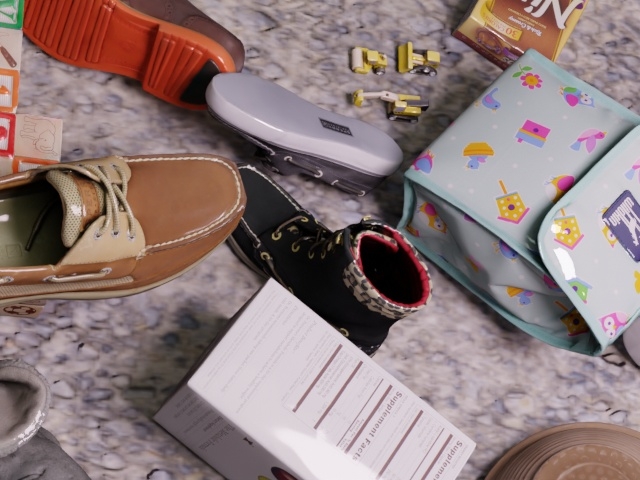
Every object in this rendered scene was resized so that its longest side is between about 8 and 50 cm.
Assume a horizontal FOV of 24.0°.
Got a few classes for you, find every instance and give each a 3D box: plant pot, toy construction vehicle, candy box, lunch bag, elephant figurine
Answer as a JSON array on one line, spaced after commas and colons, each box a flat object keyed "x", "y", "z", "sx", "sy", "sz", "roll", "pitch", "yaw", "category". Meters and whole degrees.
[{"x": 0.255, "y": 0.266, "z": 1.404, "sx": 0.237, "sy": 0.109, "sz": 0.237, "roll": -4, "pitch": 58, "yaw": 6, "category": "plant pot"}, {"x": 0.082, "y": -0.172, "z": 1.590, "sx": 0.098, "sy": 0.035, "sz": 0.085, "roll": 8, "pitch": 69, "yaw": -17, "category": "toy construction vehicle"}, {"x": 0.237, "y": -0.273, "z": 1.671, "sx": 0.109, "sy": 0.053, "sz": 0.186, "roll": 33, "pitch": 66, "yaw": -7, "category": "candy box"}, {"x": 0.241, "y": -0.032, "z": 1.496, "sx": 0.262, "sy": 0.160, "sz": 0.223, "roll": 36, "pitch": 63, "yaw": 22, "category": "lunch bag"}, {"x": -0.287, "y": 0.179, "z": 1.284, "sx": 0.186, "sy": 0.169, "sz": 0.239, "roll": 11, "pitch": 48, "yaw": -46, "category": "elephant figurine"}]

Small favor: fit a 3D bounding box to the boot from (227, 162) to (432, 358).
[{"x": 0.002, "y": 0.000, "z": 1.422, "sx": 0.085, "sy": 0.178, "sz": 0.236, "roll": -36, "pitch": 86, "yaw": -26, "category": "boot"}]

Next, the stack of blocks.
[{"x": -0.329, "y": -0.087, "z": 1.386, "sx": 0.171, "sy": 0.087, "sz": 0.297, "roll": 6, "pitch": 70, "yaw": -18, "category": "stack of blocks"}]

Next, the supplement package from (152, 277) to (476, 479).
[{"x": -0.007, "y": 0.175, "z": 1.380, "sx": 0.244, "sy": 0.139, "sz": 0.134, "roll": 39, "pitch": 62, "yaw": -3, "category": "supplement package"}]

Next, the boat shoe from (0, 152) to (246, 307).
[{"x": -0.211, "y": -0.011, "z": 1.285, "sx": 0.324, "sy": 0.120, "sz": 0.122, "roll": -16, "pitch": 78, "yaw": -24, "category": "boat shoe"}]

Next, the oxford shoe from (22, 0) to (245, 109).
[{"x": -0.202, "y": -0.221, "z": 1.493, "sx": 0.271, "sy": 0.097, "sz": 0.098, "roll": 29, "pitch": 34, "yaw": -3, "category": "oxford shoe"}]

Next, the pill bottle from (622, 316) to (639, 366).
[{"x": 0.438, "y": 0.017, "z": 1.580, "sx": 0.161, "sy": 0.161, "sz": 0.283, "roll": 36, "pitch": 64, "yaw": -5, "category": "pill bottle"}]

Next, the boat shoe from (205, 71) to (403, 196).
[{"x": -0.025, "y": -0.095, "z": 1.481, "sx": 0.229, "sy": 0.076, "sz": 0.080, "roll": 15, "pitch": 38, "yaw": -37, "category": "boat shoe"}]
